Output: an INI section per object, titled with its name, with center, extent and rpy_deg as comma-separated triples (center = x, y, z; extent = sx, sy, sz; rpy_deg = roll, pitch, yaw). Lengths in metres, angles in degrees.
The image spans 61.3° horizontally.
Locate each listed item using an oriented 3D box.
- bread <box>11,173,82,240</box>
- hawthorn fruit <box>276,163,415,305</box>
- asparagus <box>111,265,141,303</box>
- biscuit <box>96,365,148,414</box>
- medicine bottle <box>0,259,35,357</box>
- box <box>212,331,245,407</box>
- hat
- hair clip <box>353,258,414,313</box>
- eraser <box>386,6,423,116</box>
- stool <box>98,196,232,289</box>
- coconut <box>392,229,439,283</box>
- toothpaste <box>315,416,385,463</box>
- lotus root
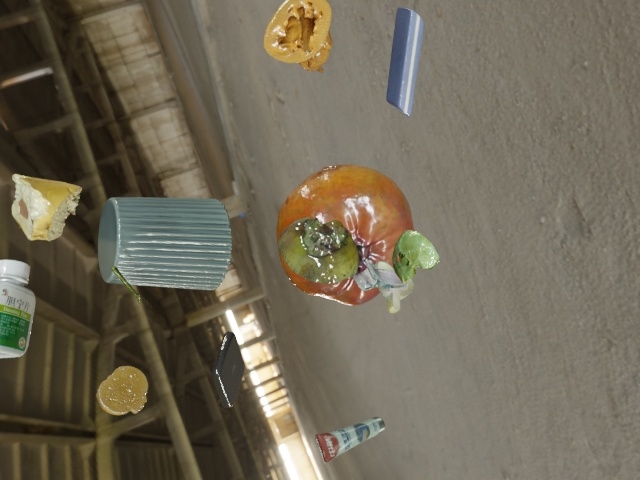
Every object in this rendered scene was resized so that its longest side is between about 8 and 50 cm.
[bread]
center = -0.943, -0.105, 1.776
extent = 0.211, 0.224, 0.183
rpy_deg = -92, 20, -71
[hawthorn fruit]
center = 0.072, -0.044, 1.729
extent = 0.472, 0.472, 0.471
rpy_deg = 158, 90, -79
[asparagus]
center = -0.491, 0.116, 1.383
extent = 0.016, 0.016, 0.162
rpy_deg = 17, 149, 25
[biscuit]
center = -0.663, 0.518, 1.836
extent = 0.170, 0.170, 0.050
rpy_deg = 63, 145, 24
[medicine bottle]
center = -0.623, 0.134, 1.064
extent = 0.119, 0.069, 0.183
rpy_deg = 55, -151, -64
[box]
center = -0.199, 0.276, 1.165
extent = 0.126, 0.027, 0.125
rpy_deg = -78, -17, -52
[hat]
center = -0.027, -0.592, 1.694
extent = 0.244, 0.233, 0.233
rpy_deg = 51, -177, 27
[hair clip]
center = 0.174, 0.112, 1.389
extent = 0.219, 0.071, 0.159
rpy_deg = 11, -135, -49
[eraser]
center = 0.184, -0.392, 1.194
extent = 0.082, 0.036, 0.225
rpy_deg = -121, 32, -61
[stool]
center = -0.481, 0.008, 1.651
extent = 0.297, 0.330, 0.297
rpy_deg = -5, 84, 56
[coconut]
center = 0.203, 0.036, 1.250
extent = 0.158, 0.055, 0.133
rpy_deg = 121, 140, -52
[toothpaste]
center = 0.068, 0.436, 1.205
extent = 0.239, 0.039, 0.062
rpy_deg = 4, -120, -52
[lotus root]
center = 0.002, 0.003, 1.288
extent = 0.203, 0.183, 0.078
rpy_deg = 54, 151, 30
